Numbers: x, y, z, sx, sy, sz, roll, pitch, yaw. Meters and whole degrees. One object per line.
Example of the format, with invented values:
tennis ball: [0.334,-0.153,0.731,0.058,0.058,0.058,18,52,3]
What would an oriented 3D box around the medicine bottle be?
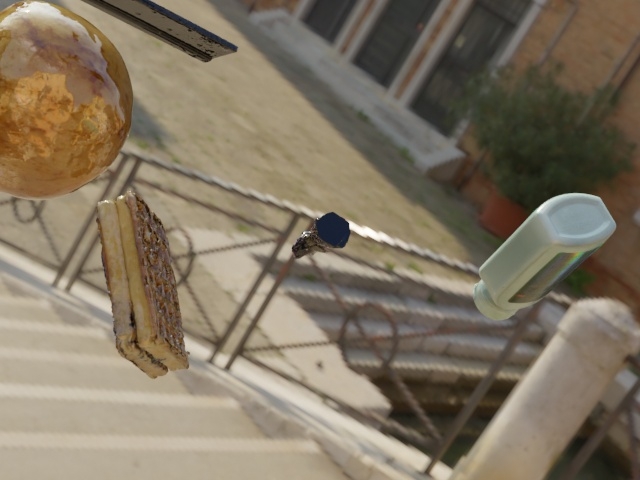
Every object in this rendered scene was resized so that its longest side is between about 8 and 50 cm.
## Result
medicine bottle: [0.283,0.029,1.547,0.121,0.229,0.083,-14,67,-31]

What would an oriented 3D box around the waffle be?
waffle: [-0.330,0.083,2.164,0.213,0.091,0.308,64,12,-68]

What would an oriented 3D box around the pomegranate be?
pomegranate: [-0.336,-0.164,1.362,0.248,0.248,0.248,28,18,-10]

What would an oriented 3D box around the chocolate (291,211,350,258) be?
chocolate: [-0.003,0.001,1.891,0.072,0.147,0.070,-20,80,-21]

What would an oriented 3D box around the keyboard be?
keyboard: [-0.274,-0.347,1.784,0.309,0.018,0.101,23,-18,-36]
